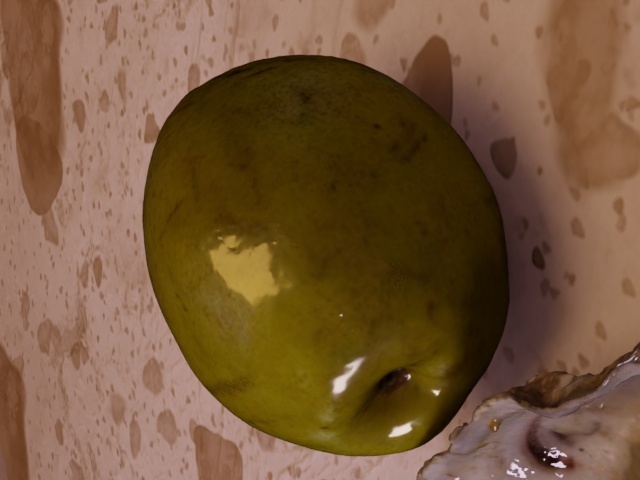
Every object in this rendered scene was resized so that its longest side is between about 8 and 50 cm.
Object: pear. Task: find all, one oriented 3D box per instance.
[{"bbox_3d":[0.000,0.000,0.830,0.307,0.253,0.253,-110,33,-45],"label":"pear"}]

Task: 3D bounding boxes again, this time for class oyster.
[{"bbox_3d":[0.188,0.155,0.690,0.204,0.111,0.396,52,137,17],"label":"oyster"}]
